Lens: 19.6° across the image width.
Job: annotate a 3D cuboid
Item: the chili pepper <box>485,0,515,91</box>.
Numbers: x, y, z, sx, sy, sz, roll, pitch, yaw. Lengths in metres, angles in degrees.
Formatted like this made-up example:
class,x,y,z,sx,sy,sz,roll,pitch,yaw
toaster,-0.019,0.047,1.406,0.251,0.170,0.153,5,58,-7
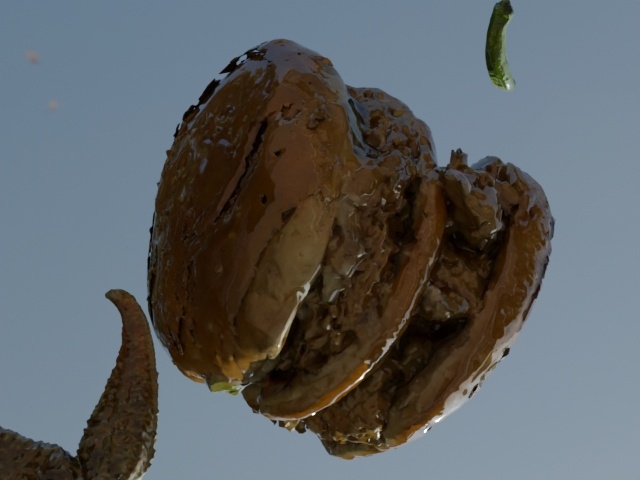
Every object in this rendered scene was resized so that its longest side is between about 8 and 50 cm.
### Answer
class,x,y,z,sx,sy,sz,roll,pitch,yaw
chili pepper,0.115,-0.118,1.161,0.017,0.083,0.030,23,-124,23

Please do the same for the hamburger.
class,x,y,z,sx,sy,sz,roll,pitch,yaw
hamburger,0.003,0.009,1.198,0.211,0.260,0.245,26,-64,-25

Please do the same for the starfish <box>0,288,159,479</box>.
class,x,y,z,sx,sy,sz,roll,pitch,yaw
starfish,-0.163,0.149,1.078,0.138,0.050,0.247,-1,-116,5
